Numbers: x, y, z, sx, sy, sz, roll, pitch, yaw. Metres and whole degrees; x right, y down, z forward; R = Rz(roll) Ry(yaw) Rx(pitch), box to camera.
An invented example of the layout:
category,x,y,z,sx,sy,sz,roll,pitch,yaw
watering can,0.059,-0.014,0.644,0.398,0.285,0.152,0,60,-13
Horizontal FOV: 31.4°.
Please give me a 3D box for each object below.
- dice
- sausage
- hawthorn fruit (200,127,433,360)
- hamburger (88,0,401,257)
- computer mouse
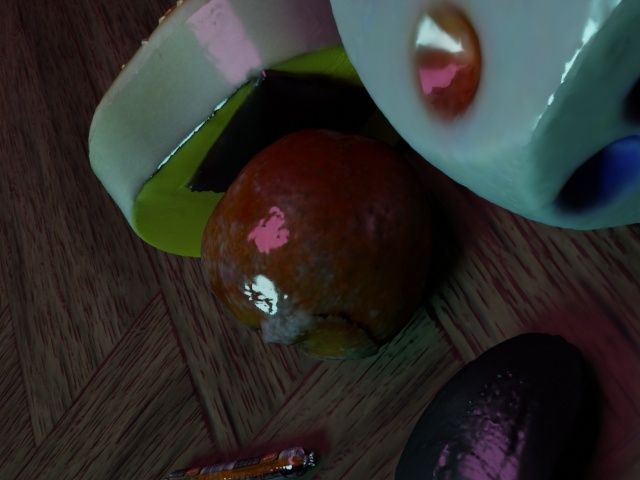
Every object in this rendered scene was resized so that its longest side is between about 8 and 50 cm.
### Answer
category,x,y,z,sx,sy,sz,roll,pitch,yaw
dice,0.153,-0.173,0.608,0.251,0.243,0.259,62,146,27
sausage,-0.071,0.193,0.947,0.198,0.025,0.028,-21,28,43
hawthorn fruit,0.000,0.000,0.847,0.173,0.172,0.173,-28,51,40
hamburger,-0.058,-0.113,0.931,0.295,0.227,0.151,-37,58,30
computer mouse,0.099,0.156,0.714,0.122,0.073,0.217,12,82,53
